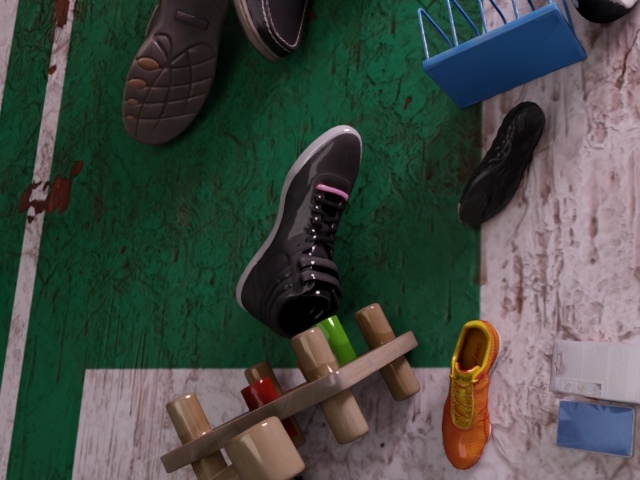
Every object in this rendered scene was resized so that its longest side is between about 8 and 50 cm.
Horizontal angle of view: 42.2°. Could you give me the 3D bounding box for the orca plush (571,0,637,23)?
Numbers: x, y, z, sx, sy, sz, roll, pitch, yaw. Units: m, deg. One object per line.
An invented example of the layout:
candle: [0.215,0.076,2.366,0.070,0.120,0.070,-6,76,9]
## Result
orca plush: [0.313,-0.369,1.017,0.102,0.151,0.287,-42,55,54]

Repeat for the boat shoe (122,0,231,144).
boat shoe: [-0.220,-0.323,1.347,0.355,0.132,0.130,-63,14,18]

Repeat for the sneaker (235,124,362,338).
sneaker: [0.000,0.000,1.092,0.296,0.104,0.147,-62,37,11]

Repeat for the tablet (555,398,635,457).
tablet: [0.301,0.205,0.910,0.083,0.006,0.054,0,77,34]

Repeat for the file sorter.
file sorter: [0.221,-0.262,1.034,0.170,0.118,0.104,-20,63,28]

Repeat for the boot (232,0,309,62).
boot: [0.019,-0.466,1.222,0.284,0.138,0.377,-8,66,31]

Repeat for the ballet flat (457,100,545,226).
ballet flat: [0.226,-0.092,1.033,0.057,0.049,0.173,30,96,-7]

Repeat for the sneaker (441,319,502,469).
sneaker: [0.168,0.178,0.970,0.064,0.067,0.175,2,79,32]

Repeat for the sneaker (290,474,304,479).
sneaker: [-0.025,0.361,1.035,0.234,0.078,0.106,20,85,34]

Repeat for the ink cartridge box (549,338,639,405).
ink cartridge box: [0.312,0.144,0.907,0.115,0.029,0.063,1,77,35]

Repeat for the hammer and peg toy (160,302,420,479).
hammer and peg toy: [-0.056,0.191,0.940,0.266,0.361,0.127,-30,82,24]
